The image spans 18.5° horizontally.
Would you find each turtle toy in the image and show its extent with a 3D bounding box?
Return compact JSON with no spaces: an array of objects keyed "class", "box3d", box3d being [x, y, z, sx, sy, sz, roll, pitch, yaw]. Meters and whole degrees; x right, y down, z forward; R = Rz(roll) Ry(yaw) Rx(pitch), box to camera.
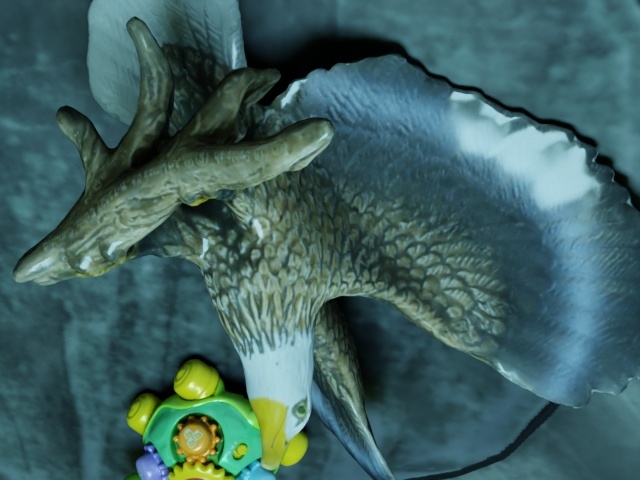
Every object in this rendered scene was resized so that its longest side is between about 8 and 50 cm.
[{"class":"turtle toy","box3d":[-0.075,0.135,1.177,0.095,0.066,0.130,36,131,-22]}]

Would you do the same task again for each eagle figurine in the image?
[{"class":"eagle figurine","box3d":[-0.003,0.011,0.987,0.226,0.225,0.298,30,-172,42]}]
